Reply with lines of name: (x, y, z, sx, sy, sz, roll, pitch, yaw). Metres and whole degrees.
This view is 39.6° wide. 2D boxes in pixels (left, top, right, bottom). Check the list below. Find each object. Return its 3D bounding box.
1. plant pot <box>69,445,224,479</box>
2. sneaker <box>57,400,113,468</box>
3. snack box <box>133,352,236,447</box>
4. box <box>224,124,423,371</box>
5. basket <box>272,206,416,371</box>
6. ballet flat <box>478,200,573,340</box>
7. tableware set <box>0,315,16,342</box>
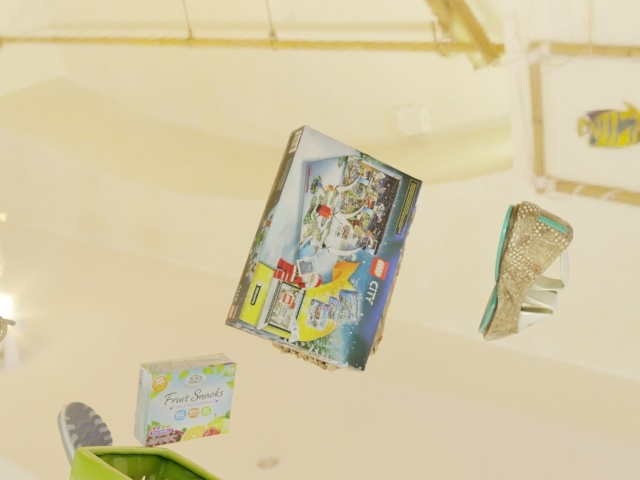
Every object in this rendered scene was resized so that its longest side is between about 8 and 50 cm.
plant pot: (-0.296, 0.488, 1.509, 0.227, 0.207, 0.228, 17, 180, 37)
sneaker: (-0.480, 0.466, 1.806, 0.115, 0.281, 0.105, -16, -175, 32)
snack box: (-0.295, 0.346, 1.939, 0.207, 0.174, 0.070, -2, -162, -37)
box: (0.007, 0.011, 0.988, 0.159, 0.233, 0.044, 24, 166, -21)
basket: (-0.007, 0.044, 1.501, 0.223, 0.299, 0.213, 24, -161, 30)
ballet flat: (0.190, 0.043, 0.819, 0.067, 0.206, 0.073, 17, -118, 13)
tableware set: (-0.515, 0.147, 1.242, 0.020, 0.141, 0.168, 28, -95, 40)
